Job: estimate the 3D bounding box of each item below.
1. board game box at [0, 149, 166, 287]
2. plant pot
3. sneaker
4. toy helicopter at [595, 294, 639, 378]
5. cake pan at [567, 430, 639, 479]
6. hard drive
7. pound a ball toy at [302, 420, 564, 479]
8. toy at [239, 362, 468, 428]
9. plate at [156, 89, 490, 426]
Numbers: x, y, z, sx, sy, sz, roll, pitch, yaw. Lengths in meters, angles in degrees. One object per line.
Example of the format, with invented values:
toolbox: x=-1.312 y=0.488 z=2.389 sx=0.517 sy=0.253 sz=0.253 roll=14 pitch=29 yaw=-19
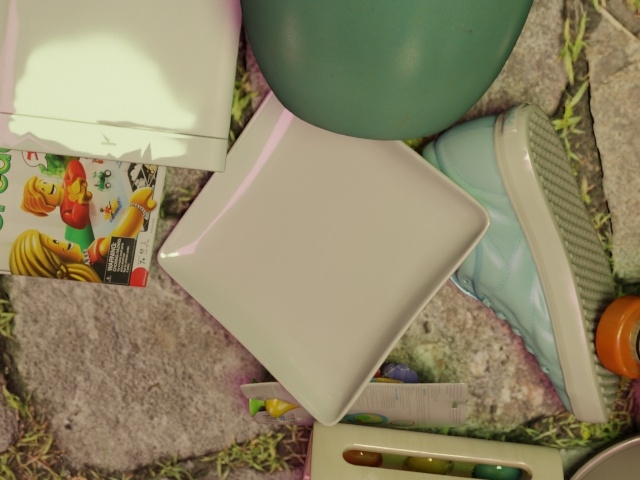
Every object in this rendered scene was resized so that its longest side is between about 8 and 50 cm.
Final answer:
board game box: x=-0.252 y=-0.108 z=1.176 sx=0.193 sy=0.053 sz=0.305 roll=6 pitch=108 yaw=-18
plant pot: x=0.057 y=-0.234 z=1.043 sx=0.293 sy=0.293 sz=0.235 roll=7 pitch=124 yaw=0
sneaker: x=0.211 y=0.033 z=1.209 sx=0.150 sy=0.135 sz=0.365 roll=-9 pitch=112 yaw=32
toy helicopter: x=0.428 y=0.191 z=1.188 sx=0.235 sy=0.140 sz=0.354 roll=-22 pitch=109 yaw=-32
cake pan: x=0.397 y=0.338 z=1.315 sx=0.293 sy=0.054 sz=0.293 roll=1 pitch=107 yaw=2
hard drive: x=-0.186 y=-0.252 z=1.092 sx=0.233 sy=0.047 sz=0.352 roll=5 pitch=95 yaw=-18
pound a ball toy: x=0.090 y=0.297 z=1.292 sx=0.319 sy=0.135 sz=0.208 roll=7 pitch=135 yaw=-2
toy: x=0.039 y=0.162 z=1.257 sx=0.237 sy=0.137 sz=0.056 roll=-4 pitch=63 yaw=4
plate: x=0.000 y=0.000 z=1.182 sx=0.277 sy=0.045 sz=0.278 roll=42 pitch=106 yaw=21
